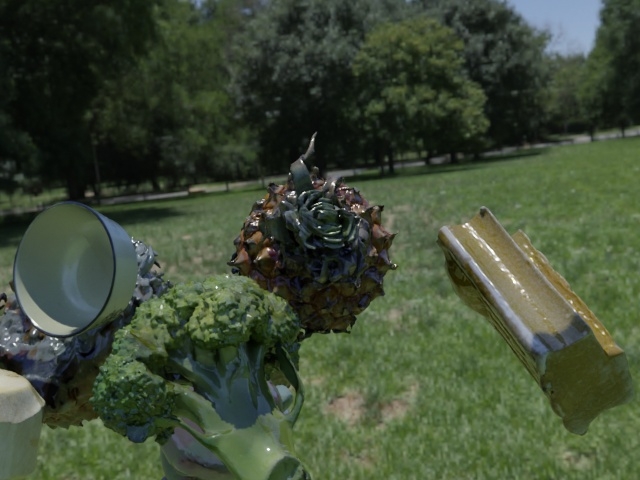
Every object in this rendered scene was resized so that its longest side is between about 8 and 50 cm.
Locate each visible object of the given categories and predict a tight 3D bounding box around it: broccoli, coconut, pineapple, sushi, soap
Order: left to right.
[{"bbox_3d":[-0.562,0.328,1.366,0.202,0.222,0.202,14,5,-1],"label":"coconut"},{"bbox_3d":[-0.475,0.168,1.683,0.417,0.176,0.417,-16,46,18],"label":"sushi"},{"bbox_3d":[-0.124,0.150,0.945,0.254,0.186,0.302,14,24,-21],"label":"broccoli"},{"bbox_3d":[0.000,0.000,1.127,0.263,0.262,0.271,-7,-10,-6],"label":"pineapple"},{"bbox_3d":[0.306,0.111,1.208,0.143,0.259,0.281,-35,46,6],"label":"soap"}]

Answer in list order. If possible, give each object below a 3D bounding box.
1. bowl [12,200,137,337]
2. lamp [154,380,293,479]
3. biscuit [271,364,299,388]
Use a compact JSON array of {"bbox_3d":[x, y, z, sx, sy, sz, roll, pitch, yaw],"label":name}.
[{"bbox_3d":[-0.417,0.054,1.480,0.238,0.237,0.126,-3,-6,29],"label":"bowl"},{"bbox_3d":[-0.128,0.314,1.253,0.247,0.247,0.301,-36,-15,-20],"label":"lamp"},{"bbox_3d":[-0.157,0.292,1.613,0.259,0.079,0.259,-34,-21,-15],"label":"biscuit"}]
